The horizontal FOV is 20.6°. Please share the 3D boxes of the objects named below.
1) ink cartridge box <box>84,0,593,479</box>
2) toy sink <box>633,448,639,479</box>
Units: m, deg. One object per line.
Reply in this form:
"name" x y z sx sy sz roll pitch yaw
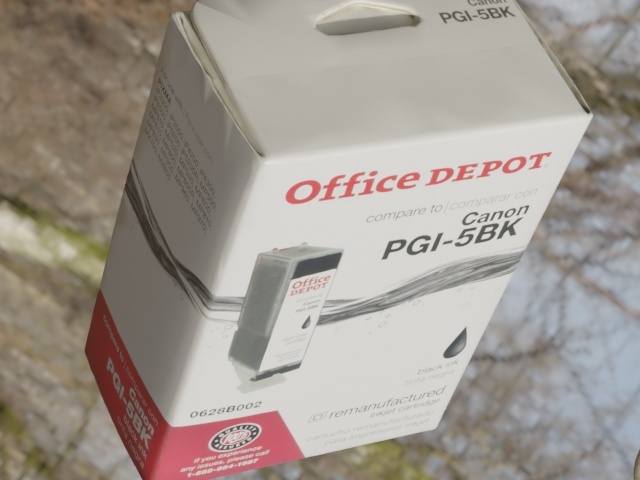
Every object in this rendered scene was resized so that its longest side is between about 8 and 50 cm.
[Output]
"ink cartridge box" 0.000 0.000 0.477 0.056 0.099 0.135 61 -33 33
"toy sink" 0.270 0.176 0.939 0.131 0.234 0.153 18 -136 37
